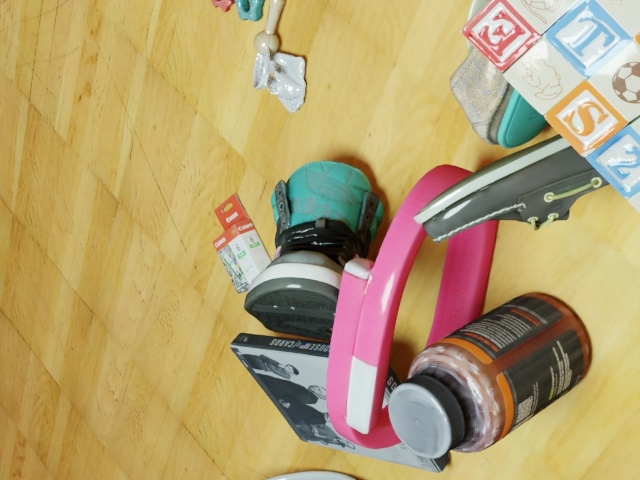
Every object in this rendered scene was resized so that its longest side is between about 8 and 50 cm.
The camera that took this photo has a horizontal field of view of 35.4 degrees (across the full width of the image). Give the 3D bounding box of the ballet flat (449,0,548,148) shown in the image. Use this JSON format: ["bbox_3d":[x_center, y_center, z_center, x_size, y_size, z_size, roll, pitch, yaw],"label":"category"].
[{"bbox_3d":[0.181,-0.216,0.804,0.106,0.107,0.316,56,139,30],"label":"ballet flat"}]

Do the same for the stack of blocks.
[{"bbox_3d":[0.265,-0.107,0.683,0.297,0.087,0.171,44,131,-2],"label":"stack of blocks"}]

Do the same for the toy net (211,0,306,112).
[{"bbox_3d":[-0.087,-0.248,1.124,0.122,0.045,0.232,-13,98,49],"label":"toy net"}]

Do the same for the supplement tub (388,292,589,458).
[{"bbox_3d":[0.152,0.125,0.913,0.106,0.198,0.106,22,122,41],"label":"supplement tub"}]

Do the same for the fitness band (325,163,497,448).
[{"bbox_3d":[0.088,0.069,0.945,0.054,0.209,0.291,24,120,29],"label":"fitness band"}]

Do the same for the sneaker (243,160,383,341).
[{"bbox_3d":[0.000,0.000,1.016,0.295,0.123,0.178,96,-177,-79],"label":"sneaker"}]

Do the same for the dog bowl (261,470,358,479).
[{"bbox_3d":[-0.054,0.387,1.208,0.265,0.265,0.104,-4,107,49],"label":"dog bowl"}]

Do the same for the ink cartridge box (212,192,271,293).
[{"bbox_3d":[-0.106,0.004,1.272,0.063,0.029,0.115,-34,82,50],"label":"ink cartridge box"}]

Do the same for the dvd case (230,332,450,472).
[{"bbox_3d":[0.018,0.185,1.166,0.238,0.029,0.179,0,131,47],"label":"dvd case"}]

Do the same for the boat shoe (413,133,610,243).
[{"bbox_3d":[0.187,-0.049,0.805,0.069,0.227,0.081,62,-177,-4],"label":"boat shoe"}]
